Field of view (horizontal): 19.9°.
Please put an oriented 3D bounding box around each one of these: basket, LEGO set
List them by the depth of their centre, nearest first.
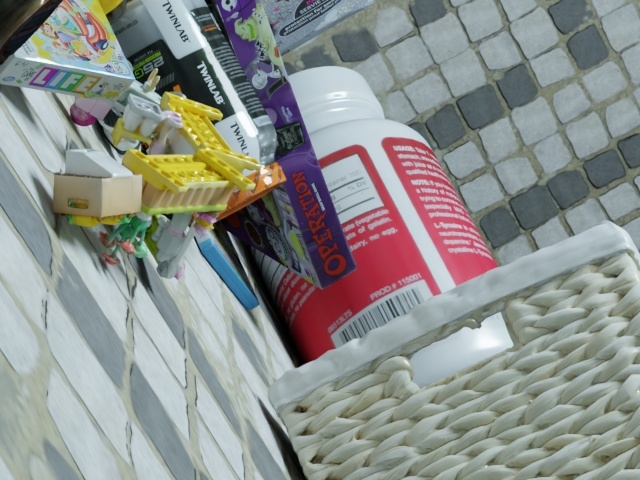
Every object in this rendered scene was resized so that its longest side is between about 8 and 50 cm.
[{"bbox_3d":[-0.121,-0.026,1.233,0.132,0.107,0.287,25,18,-11],"label":"LEGO set"},{"bbox_3d":[0.183,0.226,1.505,0.331,0.328,0.266,58,9,-47],"label":"basket"}]

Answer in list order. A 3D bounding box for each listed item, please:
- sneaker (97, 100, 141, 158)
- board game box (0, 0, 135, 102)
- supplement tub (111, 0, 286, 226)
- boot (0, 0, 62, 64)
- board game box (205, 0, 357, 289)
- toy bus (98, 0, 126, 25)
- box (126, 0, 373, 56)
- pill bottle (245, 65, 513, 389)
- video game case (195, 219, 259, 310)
[{"bbox_3d":[-0.167,-0.107,1.457,0.109,0.040,0.044,-109,-173,-48],"label":"sneaker"},{"bbox_3d":[-0.193,-0.163,1.196,0.103,0.026,0.154,5,50,-49],"label":"board game box"},{"bbox_3d":[-0.113,-0.112,1.541,0.190,0.117,0.117,61,4,2],"label":"supplement tub"},{"bbox_3d":[-0.198,-0.180,1.101,0.106,0.082,0.219,41,19,-14],"label":"boot"},{"bbox_3d":[-0.084,-0.134,1.694,0.208,0.056,0.347,36,-29,57],"label":"board game box"},{"bbox_3d":[-0.156,-0.275,1.468,0.149,0.211,0.220,61,5,-21],"label":"toy bus"},{"bbox_3d":[-0.098,-0.265,1.854,0.163,0.247,0.142,62,5,21],"label":"box"},{"bbox_3d":[0.055,0.022,1.934,0.408,0.229,0.229,64,5,28],"label":"pill bottle"},{"bbox_3d":[-0.110,-0.025,1.708,0.166,0.015,0.119,64,4,36],"label":"video game case"}]
